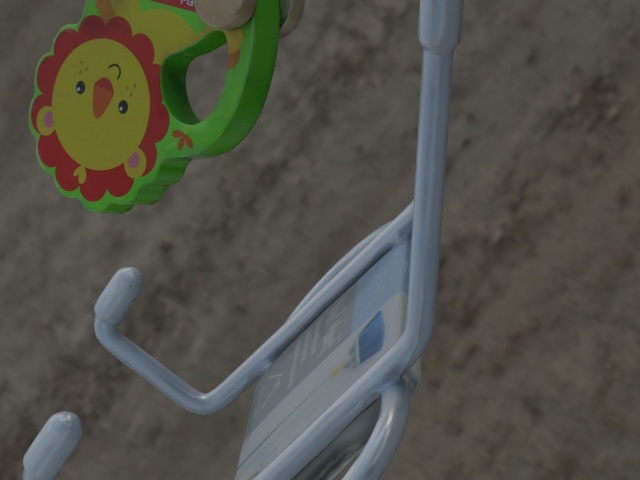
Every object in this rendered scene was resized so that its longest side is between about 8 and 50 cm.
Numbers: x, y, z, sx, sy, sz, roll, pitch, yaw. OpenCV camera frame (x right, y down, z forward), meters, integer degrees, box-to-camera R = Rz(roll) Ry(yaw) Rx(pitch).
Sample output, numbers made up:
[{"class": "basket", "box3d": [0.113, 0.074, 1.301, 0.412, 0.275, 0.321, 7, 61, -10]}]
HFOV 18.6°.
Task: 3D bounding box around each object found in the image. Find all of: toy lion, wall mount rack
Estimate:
[{"class": "toy lion", "box3d": [-0.059, -0.054, 0.671, 0.100, 0.034, 0.096, 18, 100, 38]}, {"class": "wall mount rack", "box3d": [0.000, 0.000, 0.921, 0.304, 0.130, 0.350, -46, 10, 15]}]
